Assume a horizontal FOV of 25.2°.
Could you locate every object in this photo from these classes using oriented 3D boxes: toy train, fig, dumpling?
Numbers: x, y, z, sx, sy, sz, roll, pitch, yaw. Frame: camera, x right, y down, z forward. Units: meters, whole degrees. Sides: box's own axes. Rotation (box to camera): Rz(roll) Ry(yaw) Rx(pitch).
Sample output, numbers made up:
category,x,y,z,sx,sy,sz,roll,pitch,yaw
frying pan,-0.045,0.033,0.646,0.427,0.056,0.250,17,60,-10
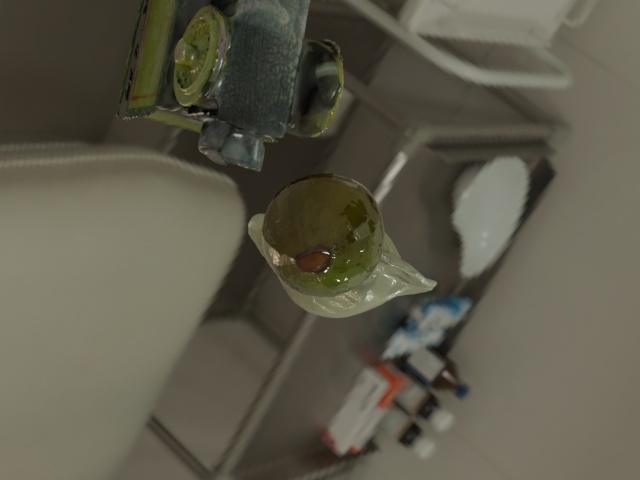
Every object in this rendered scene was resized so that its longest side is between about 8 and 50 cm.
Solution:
category,x,y,z,sx,sy,sz,roll,pitch,yaw
toy train,-0.061,-0.184,1.154,0.134,0.177,0.260,13,84,-28
fig,0.000,0.000,0.842,0.074,0.074,0.088,-61,-177,21
dumpling,0.030,0.020,1.642,0.126,0.216,0.166,-49,-163,-28
